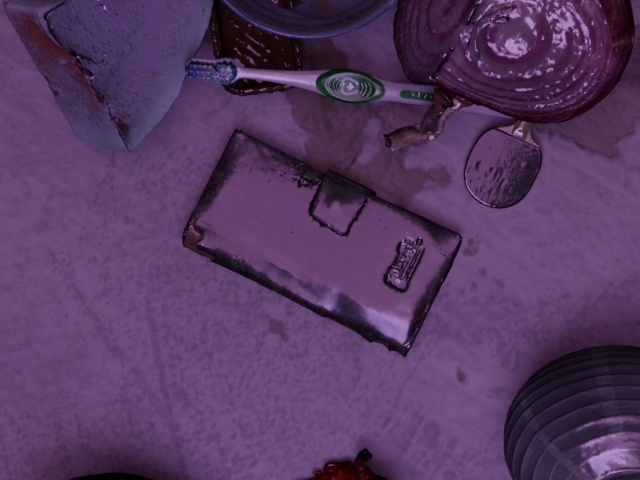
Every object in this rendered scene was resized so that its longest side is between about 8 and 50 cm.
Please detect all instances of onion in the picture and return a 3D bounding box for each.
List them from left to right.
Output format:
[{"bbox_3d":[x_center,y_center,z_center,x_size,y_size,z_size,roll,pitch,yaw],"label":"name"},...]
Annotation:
[{"bbox_3d":[0.228,-0.252,1.264,0.230,0.272,0.256,12,58,-19],"label":"onion"}]

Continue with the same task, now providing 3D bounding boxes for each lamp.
[{"bbox_3d":[0.338,0.225,1.245,0.265,0.233,0.233,-6,88,11],"label":"lamp"}]

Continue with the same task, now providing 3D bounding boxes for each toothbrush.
[{"bbox_3d":[0.046,-0.186,1.348,0.417,0.040,0.042,5,106,-7],"label":"toothbrush"}]

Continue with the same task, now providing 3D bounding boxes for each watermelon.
[{"bbox_3d":[-0.286,-0.291,1.333,0.289,0.213,0.320,33,107,18],"label":"watermelon"}]

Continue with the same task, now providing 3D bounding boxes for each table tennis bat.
[{"bbox_3d":[0.233,-0.113,1.356,0.087,0.013,0.157,26,100,1],"label":"table tennis bat"}]

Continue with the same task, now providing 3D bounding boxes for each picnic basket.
[{"bbox_3d":[-0.083,-0.274,1.385,0.110,0.055,0.194,-7,87,-1],"label":"picnic basket"}]

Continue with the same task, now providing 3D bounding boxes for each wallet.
[{"bbox_3d":[0.000,0.000,1.375,0.317,0.044,0.169,27,90,6],"label":"wallet"}]

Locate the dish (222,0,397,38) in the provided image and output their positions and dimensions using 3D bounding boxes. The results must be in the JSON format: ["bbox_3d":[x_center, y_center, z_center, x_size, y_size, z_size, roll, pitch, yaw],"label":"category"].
[{"bbox_3d":[-0.016,-0.366,1.312,0.273,0.134,0.274,0,93,-4],"label":"dish"}]

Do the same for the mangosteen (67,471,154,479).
[{"bbox_3d":[-0.251,0.409,1.283,0.287,0.233,0.288,-21,53,30],"label":"mangosteen"}]

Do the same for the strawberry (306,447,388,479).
[{"bbox_3d":[0.019,0.387,1.321,0.233,0.234,0.178,-28,114,5],"label":"strawberry"}]
